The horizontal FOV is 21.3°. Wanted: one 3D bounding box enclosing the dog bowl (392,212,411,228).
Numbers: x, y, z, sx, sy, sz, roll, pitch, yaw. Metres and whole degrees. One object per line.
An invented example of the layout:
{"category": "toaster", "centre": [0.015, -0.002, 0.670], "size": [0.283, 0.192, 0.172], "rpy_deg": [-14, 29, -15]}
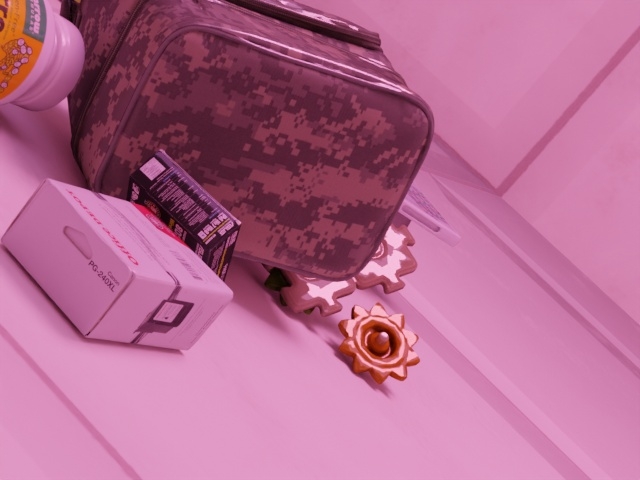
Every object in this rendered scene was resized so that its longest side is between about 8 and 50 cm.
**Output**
{"category": "dog bowl", "centre": [-0.033, -0.098, 2.001], "size": [0.349, 0.102, 0.349], "rpy_deg": [39, 12, -10]}

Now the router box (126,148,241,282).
{"category": "router box", "centre": [-0.116, -0.007, 1.388], "size": [0.092, 0.038, 0.122], "rpy_deg": [42, -25, 11]}

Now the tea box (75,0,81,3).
{"category": "tea box", "centre": [-0.262, -0.429, 2.202], "size": [0.323, 0.220, 0.329], "rpy_deg": [43, 12, 7]}

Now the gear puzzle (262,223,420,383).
{"category": "gear puzzle", "centre": [0.000, 0.000, 1.696], "size": [0.175, 0.044, 0.339], "rpy_deg": [-18, 66, -34]}

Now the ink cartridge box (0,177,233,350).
{"category": "ink cartridge box", "centre": [-0.150, 0.020, 1.263], "size": [0.109, 0.063, 0.150], "rpy_deg": [45, 12, 23]}

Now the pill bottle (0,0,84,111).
{"category": "pill bottle", "centre": [-0.295, -0.178, 1.407], "size": [0.117, 0.117, 0.208], "rpy_deg": [48, 13, 34]}

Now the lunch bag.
{"category": "lunch bag", "centre": [-0.082, -0.130, 1.570], "size": [0.305, 0.212, 0.256], "rpy_deg": [15, 21, -26]}

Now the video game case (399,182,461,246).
{"category": "video game case", "centre": [0.079, -0.067, 1.939], "size": [0.143, 0.019, 0.157], "rpy_deg": [31, 15, -42]}
